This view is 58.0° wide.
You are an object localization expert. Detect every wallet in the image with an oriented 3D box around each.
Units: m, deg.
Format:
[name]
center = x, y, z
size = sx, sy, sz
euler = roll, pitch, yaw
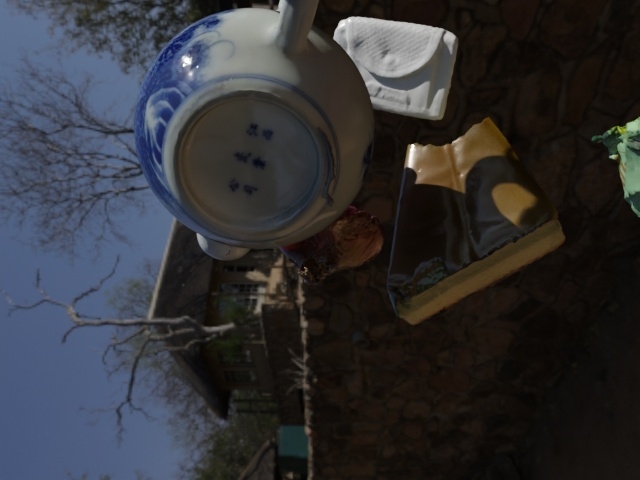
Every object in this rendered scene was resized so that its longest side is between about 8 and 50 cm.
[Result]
[wallet]
center = 0.095, -0.240, 0.806
size = 0.032, 0.183, 0.124
euler = -36, -42, -56

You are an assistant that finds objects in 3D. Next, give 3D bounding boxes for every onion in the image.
[onion]
center = 0.000, 0.000, 1.036
size = 0.230, 0.230, 0.163
euler = 68, -146, -88

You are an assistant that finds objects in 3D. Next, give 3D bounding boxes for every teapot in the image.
[teapot]
center = -0.069, -0.131, 0.647
size = 0.280, 0.253, 0.423
euler = -94, 23, -62

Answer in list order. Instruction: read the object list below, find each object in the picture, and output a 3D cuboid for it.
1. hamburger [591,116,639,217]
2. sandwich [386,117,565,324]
[hamburger]
center = 0.525, -0.128, 0.850
size = 0.235, 0.125, 0.214
euler = 32, 159, 55
[sandwich]
center = 0.155, -0.027, 0.720
size = 0.108, 0.220, 0.186
euler = 34, -154, -56
